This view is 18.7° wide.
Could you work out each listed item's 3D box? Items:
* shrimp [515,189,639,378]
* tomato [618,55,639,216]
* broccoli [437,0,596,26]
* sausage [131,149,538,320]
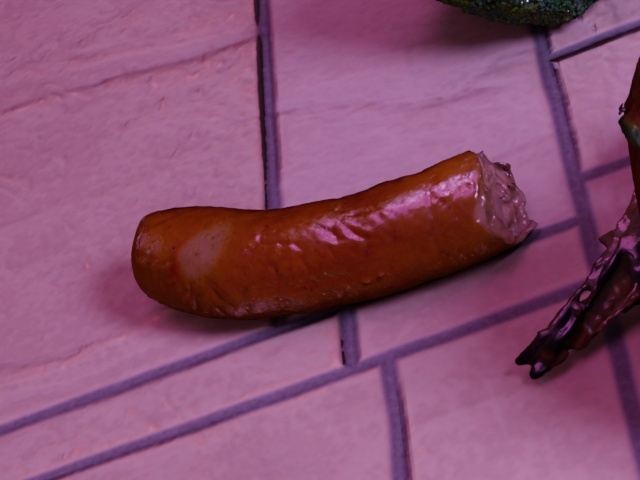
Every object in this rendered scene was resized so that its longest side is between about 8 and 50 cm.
[{"bbox_3d":[0.213,-0.021,1.233,0.262,0.066,0.117,-45,39,7],"label":"shrimp"},{"bbox_3d":[0.323,-0.058,1.031,0.303,0.303,0.239,10,21,40],"label":"tomato"},{"bbox_3d":[0.150,-0.280,1.458,0.269,0.242,0.261,-12,9,-24],"label":"broccoli"},{"bbox_3d":[-0.002,0.003,1.346,0.302,0.076,0.103,-11,33,22],"label":"sausage"}]
